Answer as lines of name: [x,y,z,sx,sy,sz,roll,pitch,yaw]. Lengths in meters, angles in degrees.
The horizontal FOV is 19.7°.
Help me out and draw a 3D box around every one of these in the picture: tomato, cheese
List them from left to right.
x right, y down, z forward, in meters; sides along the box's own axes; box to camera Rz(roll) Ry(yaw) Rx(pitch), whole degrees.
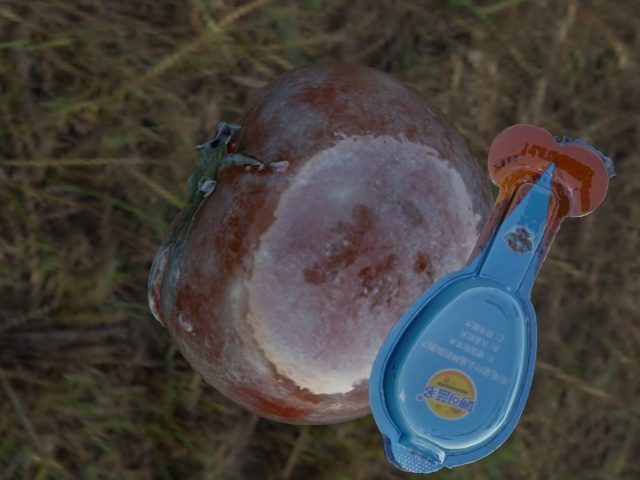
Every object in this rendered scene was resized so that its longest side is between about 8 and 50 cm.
tomato: [0.000,0.000,1.598,0.282,0.317,0.316,29,81,-13]
cheese: [0.113,0.042,1.251,0.106,0.037,0.256,25,90,-3]
